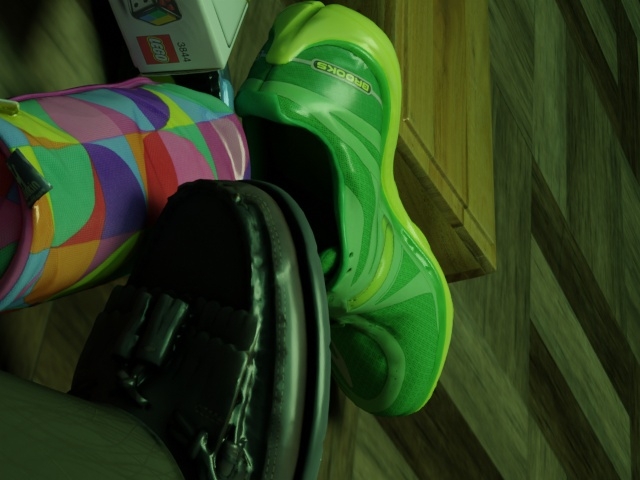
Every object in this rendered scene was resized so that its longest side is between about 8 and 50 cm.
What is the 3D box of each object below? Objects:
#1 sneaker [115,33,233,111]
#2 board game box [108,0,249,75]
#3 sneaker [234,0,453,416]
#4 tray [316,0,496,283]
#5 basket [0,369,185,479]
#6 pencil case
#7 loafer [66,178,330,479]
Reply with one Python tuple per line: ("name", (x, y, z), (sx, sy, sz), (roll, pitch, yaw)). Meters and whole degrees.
("sneaker", (-0.077, -0.116, 0.906), (0.082, 0.069, 0.209), (5, 72, -66))
("board game box", (-0.085, -0.255, 0.750), (0.193, 0.053, 0.305), (-74, 155, -42))
("sneaker", (0.000, 0.000, 0.981), (0.123, 0.109, 0.295), (-48, 136, -37))
("tray", (0.074, -0.189, 1.305), (0.203, 0.076, 0.411), (50, 33, -48))
("basket", (-0.160, 0.103, 0.487), (0.227, 0.154, 0.204), (42, 45, -49))
("pencil case", (-0.116, -0.025, 0.726), (0.236, 0.104, 0.104), (-16, 93, -70))
("loafer", (-0.073, 0.117, 0.668), (0.095, 0.109, 0.302), (15, 85, -50))
